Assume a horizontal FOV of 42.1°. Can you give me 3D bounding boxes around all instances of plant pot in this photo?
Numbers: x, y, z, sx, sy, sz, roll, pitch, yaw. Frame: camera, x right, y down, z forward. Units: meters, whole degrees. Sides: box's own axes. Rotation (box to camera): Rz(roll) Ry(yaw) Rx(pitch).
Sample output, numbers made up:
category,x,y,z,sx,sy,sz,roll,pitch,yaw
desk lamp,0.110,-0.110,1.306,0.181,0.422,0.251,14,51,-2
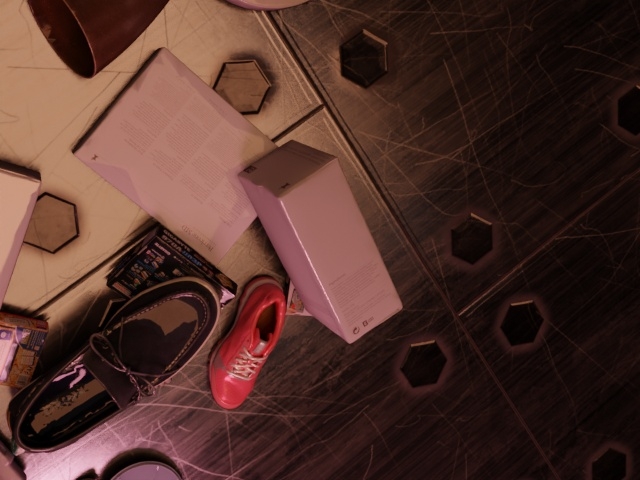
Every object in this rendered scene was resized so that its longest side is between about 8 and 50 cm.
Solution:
category,x,y,z,sx,sy,sz,roll,pitch,yaw
plant pot,-0.411,-0.466,1.614,0.230,0.215,0.215,-39,110,-24

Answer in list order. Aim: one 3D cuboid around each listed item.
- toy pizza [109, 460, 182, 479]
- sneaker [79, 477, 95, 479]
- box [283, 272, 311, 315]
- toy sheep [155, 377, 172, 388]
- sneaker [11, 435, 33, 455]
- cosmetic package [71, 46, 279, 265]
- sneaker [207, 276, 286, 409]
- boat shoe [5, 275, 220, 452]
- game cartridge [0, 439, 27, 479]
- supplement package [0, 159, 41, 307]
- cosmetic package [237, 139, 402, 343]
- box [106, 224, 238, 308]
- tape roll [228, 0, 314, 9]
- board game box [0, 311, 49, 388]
category,x,y,z,sx,sy,sz,roll,pitch,yaw
toy pizza,-0.404,0.588,1.869,0.201,0.032,0.201,-6,103,-28
sneaker,-0.546,0.632,1.823,0.222,0.083,0.118,-50,133,-15
box,-0.019,0.070,1.914,0.114,0.036,0.207,6,98,-20
toy sheep,-0.369,0.280,1.809,0.132,0.091,0.091,-11,103,-3
sneaker,-0.595,0.380,1.768,0.076,0.065,0.166,20,96,-37
cosmetic package,-0.281,-0.172,1.751,0.377,0.097,0.284,41,83,-21
sneaker,-0.162,0.235,1.842,0.116,0.136,0.314,20,93,-20
boat shoe,-0.409,0.257,1.673,0.500,0.156,0.187,-35,104,-7
game cartridge,-0.800,0.429,1.701,0.230,0.068,0.355,-38,109,-13
supplement package,-0.666,-0.013,1.603,0.175,0.177,0.293,18,94,-21
cosmetic package,0.000,0.000,1.743,0.156,0.217,0.385,-33,121,-16
box,-0.314,0.094,1.770,0.220,0.051,0.175,39,115,-20
tape roll,-0.111,-0.677,1.734,0.392,0.072,0.392,-3,100,-18
board game box,-0.670,0.215,1.687,0.193,0.045,0.146,17,107,-26
